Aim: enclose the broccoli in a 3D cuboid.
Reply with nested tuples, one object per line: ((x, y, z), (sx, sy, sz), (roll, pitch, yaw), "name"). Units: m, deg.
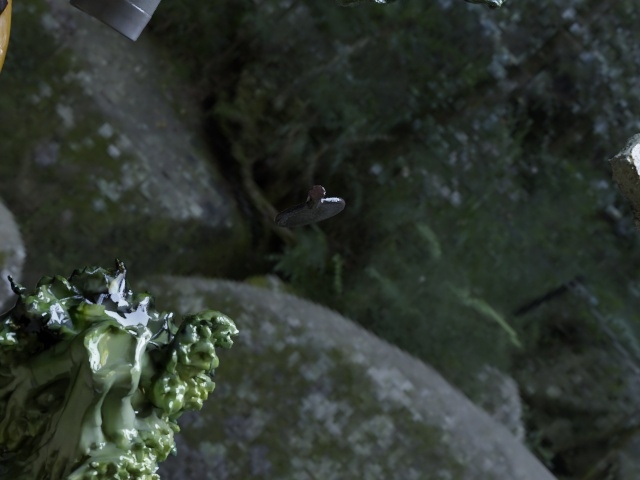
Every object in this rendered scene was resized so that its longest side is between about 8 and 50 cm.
((-0.283, 0.174, 1.474), (0.293, 0.348, 0.281), (27, -35, -8), "broccoli")

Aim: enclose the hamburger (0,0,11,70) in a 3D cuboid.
((-0.399, -0.228, 1.075), (0.176, 0.300, 0.300), (4, -11, 12), "hamburger")

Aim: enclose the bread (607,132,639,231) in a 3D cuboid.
((0.312, -0.059, 1.180), (0.035, 0.070, 0.083), (-14, -68, 42), "bread")

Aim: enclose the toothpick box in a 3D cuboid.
((-0.265, -0.386, 1.742), (0.111, 0.181, 0.111), (32, 4, -3), "toothpick box")

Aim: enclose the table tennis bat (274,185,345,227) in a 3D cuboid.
((0.000, 0.000, 1.755), (0.170, 0.107, 0.119), (111, -36, -76), "table tennis bat")

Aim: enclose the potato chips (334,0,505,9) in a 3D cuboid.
((0.064, -0.444, 1.542), (0.097, 0.373, 0.389), (-42, -114, 50), "potato chips")
